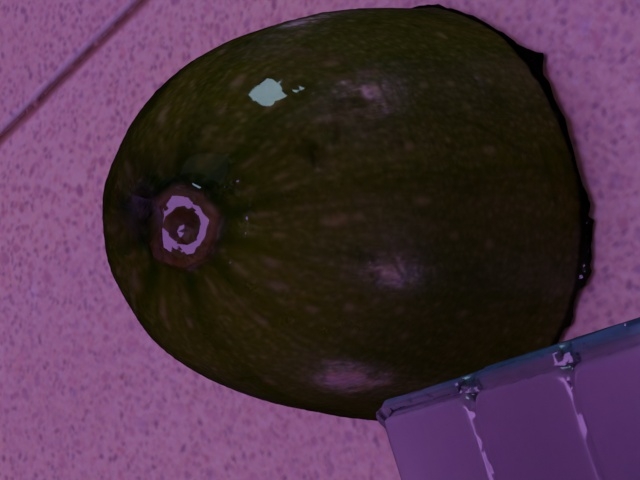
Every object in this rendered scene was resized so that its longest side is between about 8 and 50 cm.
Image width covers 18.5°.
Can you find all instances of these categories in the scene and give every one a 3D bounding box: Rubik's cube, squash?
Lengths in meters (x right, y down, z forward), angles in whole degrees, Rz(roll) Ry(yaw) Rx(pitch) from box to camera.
[{"bbox_3d":[0.210,0.149,1.109,0.224,0.231,0.221,-23,83,47],"label":"Rubik's cube"},{"bbox_3d":[-0.029,-0.013,1.306,0.310,0.309,0.310,1,91,43],"label":"squash"}]
